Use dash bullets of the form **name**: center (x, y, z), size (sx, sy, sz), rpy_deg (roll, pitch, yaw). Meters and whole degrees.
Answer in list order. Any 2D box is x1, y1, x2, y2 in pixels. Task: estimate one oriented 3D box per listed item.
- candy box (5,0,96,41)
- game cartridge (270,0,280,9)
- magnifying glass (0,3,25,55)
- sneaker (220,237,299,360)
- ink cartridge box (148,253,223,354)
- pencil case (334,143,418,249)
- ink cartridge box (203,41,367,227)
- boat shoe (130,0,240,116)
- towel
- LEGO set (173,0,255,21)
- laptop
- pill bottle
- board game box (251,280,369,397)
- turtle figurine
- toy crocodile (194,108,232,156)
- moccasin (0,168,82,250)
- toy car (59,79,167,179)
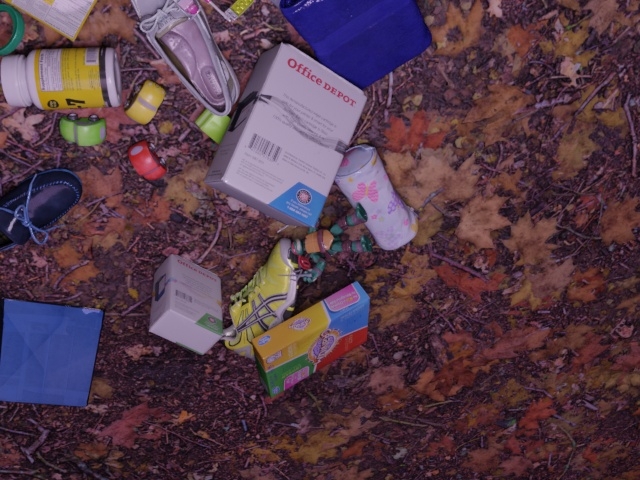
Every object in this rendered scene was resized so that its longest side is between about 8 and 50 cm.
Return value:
- **candy box**: center (-0.535, -0.476, 1.272), size (0.206, 0.027, 0.105), rpy_deg (29, 118, -27)
- **game cartridge**: center (0.027, -0.554, 1.310), size (0.198, 0.062, 0.297), rpy_deg (34, 113, -25)
- **magnifying glass**: center (-0.662, -0.373, 1.302), size (0.231, 0.092, 0.026), rpy_deg (-24, 172, 16)
- **sneaker**: center (-0.155, 0.161, 1.742), size (0.147, 0.145, 0.385), rpy_deg (13, 118, -14)
- **ink cartridge box**: center (-0.326, 0.153, 1.658), size (0.154, 0.212, 0.093), rpy_deg (31, 118, -29)
- **pencil case**: center (0.135, -0.100, 1.624), size (0.124, 0.113, 0.273), rpy_deg (-34, 125, 6)
- **ink cartridge box**: center (-0.070, -0.211, 1.402), size (0.223, 0.129, 0.307), rpy_deg (27, 80, -27)
- **boat shoe**: center (-0.267, -0.389, 1.323), size (0.118, 0.103, 0.320), rpy_deg (-27, 114, 9)
- **towel**: center (0.077, -0.439, 1.336), size (0.227, 0.076, 0.308), rpy_deg (-29, 149, 14)
- **LEGO set**: center (-0.142, -0.509, 1.241), size (0.107, 0.132, 0.287), rpy_deg (43, 100, -6)
- **laptop**: center (-0.796, 0.357, 1.710), size (0.236, 0.408, 0.382), rpy_deg (28, 122, 11)
- **pill bottle**: center (-0.506, -0.318, 1.336), size (0.208, 0.119, 0.119), rpy_deg (-4, 126, -8)
- **board game box**: center (-0.020, 0.263, 1.779), size (0.316, 0.064, 0.242), rpy_deg (-28, 148, -17)
- **turtle figurine**: center (0.000, 0.000, 1.589), size (0.234, 0.118, 0.175), rpy_deg (-16, 89, 21)
- **toy crocodile**: center (-0.131, -0.186, 1.524), size (0.340, 0.105, 0.115), rpy_deg (34, 102, -26)
- **moccasin**: center (-0.676, -0.032, 1.513), size (0.342, 0.117, 0.138), rpy_deg (-31, 125, 12)
- **toy car**: center (-0.445, -0.228, 1.454), size (0.225, 0.053, 0.239), rpy_deg (1, 125, -12)
